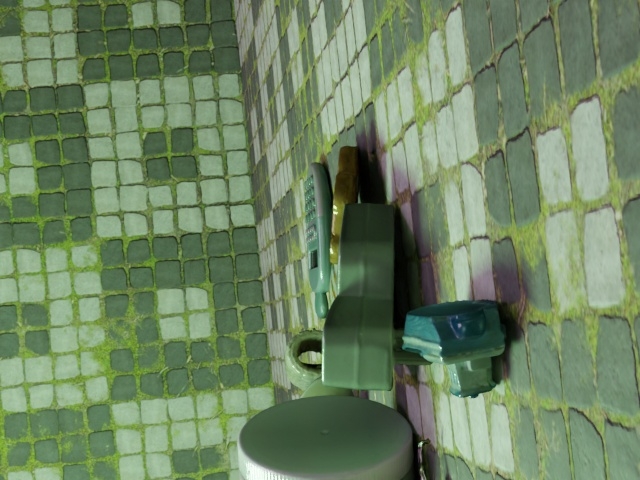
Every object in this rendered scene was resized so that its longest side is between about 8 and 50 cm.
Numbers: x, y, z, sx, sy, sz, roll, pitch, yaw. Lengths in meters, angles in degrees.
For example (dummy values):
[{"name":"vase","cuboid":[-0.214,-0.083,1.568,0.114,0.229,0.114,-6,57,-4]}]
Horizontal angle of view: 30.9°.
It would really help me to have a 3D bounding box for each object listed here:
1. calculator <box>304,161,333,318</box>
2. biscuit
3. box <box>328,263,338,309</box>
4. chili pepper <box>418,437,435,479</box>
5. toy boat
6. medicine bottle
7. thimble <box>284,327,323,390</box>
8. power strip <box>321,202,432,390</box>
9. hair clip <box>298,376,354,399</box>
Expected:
[{"name":"calculator","cuboid":[0.000,0.000,2.212,0.185,0.041,0.298,147,120,-81]},{"name":"biscuit","cuboid":[0.041,-0.059,1.772,0.249,0.035,0.184,-77,-8,-74]},{"name":"box","cuboid":[0.042,0.080,2.015,0.220,0.032,0.122,95,166,-48]},{"name":"chili pepper","cuboid":[0.149,0.383,1.454,0.050,0.059,0.267,13,-117,-58]},{"name":"toy boat","cuboid":[0.137,0.118,1.215,0.215,0.088,0.102,174,87,-80]},{"name":"medicine bottle","cuboid":[0.011,0.382,1.664,0.252,0.253,0.240,-119,24,-69]},{"name":"thimble","cuboid":[-0.009,0.224,2.160,0.090,0.115,0.102,99,161,-63]},{"name":"power strip","cuboid":[0.080,0.098,1.559,0.261,0.141,0.229,-81,-9,-63]},{"name":"hair clip","cuboid":[0.003,0.356,2.081,0.113,0.173,0.282,-93,15,-50]}]
